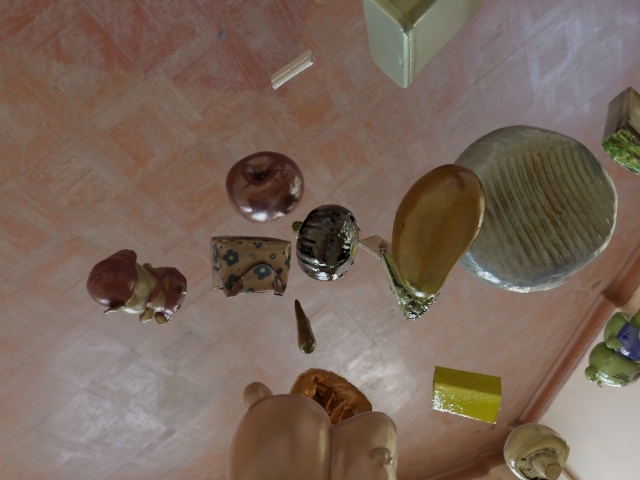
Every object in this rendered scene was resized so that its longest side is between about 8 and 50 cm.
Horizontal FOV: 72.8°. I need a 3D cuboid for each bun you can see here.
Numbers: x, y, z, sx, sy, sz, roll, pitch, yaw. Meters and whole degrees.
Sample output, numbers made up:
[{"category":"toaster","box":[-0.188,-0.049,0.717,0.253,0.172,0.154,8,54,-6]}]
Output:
[{"category":"bun","box":[0.422,-0.063,0.921,0.362,0.211,0.361,0,87,-1]}]

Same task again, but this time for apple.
[{"category":"apple","box":[-0.211,-0.199,1.672,0.306,0.305,0.235,-24,148,-12]}]

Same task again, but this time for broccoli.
[{"category":"broccoli","box":[0.347,0.143,1.599,0.181,0.242,0.272,-21,88,-3]}]

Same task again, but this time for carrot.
[{"category":"carrot","box":[-0.050,0.224,1.175,0.049,0.254,0.049,-4,113,-9]}]

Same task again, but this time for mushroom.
[{"category":"mushroom","box":[0.537,0.532,1.072,0.154,0.122,0.154,-1,106,-4]}]

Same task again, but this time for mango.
[{"category":"mango","box":[0.187,-0.018,0.710,0.099,0.136,0.227,21,90,-74]}]

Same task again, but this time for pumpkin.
[{"category":"pumpkin","box":[0.000,0.000,1.613,0.296,0.296,0.295,-14,128,-20]}]

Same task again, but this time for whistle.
[{"category":"whistle","box":[0.565,0.180,0.781,0.105,0.085,0.227,10,115,-20]}]

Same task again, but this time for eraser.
[{"category":"eraser","box":[0.278,0.296,0.833,0.123,0.045,0.097,7,131,17]}]

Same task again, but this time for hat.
[{"category":"hat","box":[-0.009,0.499,1.101,0.234,0.244,0.233,-3,119,-36]}]

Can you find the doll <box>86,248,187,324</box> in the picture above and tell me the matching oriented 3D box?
[{"category":"doll","box":[-0.489,0.123,1.153,0.256,0.196,0.152,23,104,-50]}]

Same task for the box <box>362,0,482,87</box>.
[{"category":"box","box":[0.308,-0.684,1.260,0.344,0.177,0.352,-45,167,4]}]

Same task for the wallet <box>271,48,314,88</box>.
[{"category":"wallet","box":[-0.070,-0.429,1.088,0.122,0.061,0.025,-25,135,24]}]

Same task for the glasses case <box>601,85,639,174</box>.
[{"category":"glasses case","box":[0.627,-0.226,0.874,0.272,0.095,0.062,-43,177,-44]}]

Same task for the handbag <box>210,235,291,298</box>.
[{"category":"handbag","box":[-0.234,0.083,1.422,0.252,0.190,0.193,2,92,-30]}]

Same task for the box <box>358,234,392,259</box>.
[{"category":"box","box":[0.285,0.039,2.008,0.129,0.247,0.033,-19,129,-39]}]

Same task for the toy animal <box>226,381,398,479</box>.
[{"category":"toy animal","box":[-0.001,0.322,0.594,0.221,0.210,0.229,-18,124,21]}]
